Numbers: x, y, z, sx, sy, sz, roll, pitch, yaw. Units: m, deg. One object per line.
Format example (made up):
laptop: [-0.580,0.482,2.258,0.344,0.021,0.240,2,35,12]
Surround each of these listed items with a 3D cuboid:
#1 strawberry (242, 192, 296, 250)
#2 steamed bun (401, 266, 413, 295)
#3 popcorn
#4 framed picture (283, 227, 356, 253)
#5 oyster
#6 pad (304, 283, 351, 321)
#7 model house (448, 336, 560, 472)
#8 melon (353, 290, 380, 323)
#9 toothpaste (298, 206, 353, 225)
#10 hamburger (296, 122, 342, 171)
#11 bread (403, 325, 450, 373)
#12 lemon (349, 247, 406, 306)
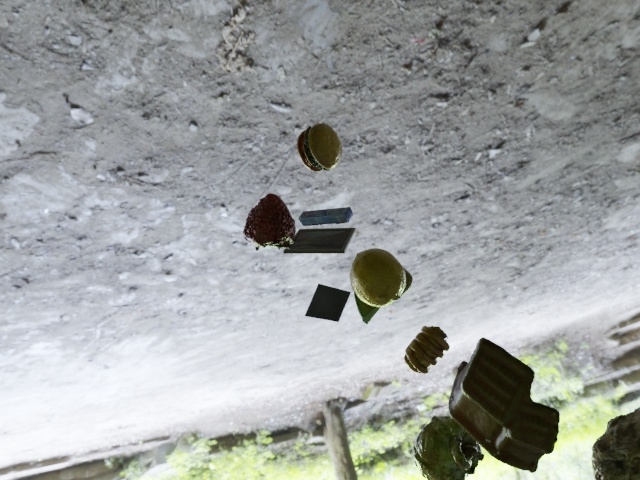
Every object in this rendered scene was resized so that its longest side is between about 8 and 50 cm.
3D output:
strawberry: [-0.170,-0.062,1.581,0.186,0.202,0.184,9,-175,-11]
steamed bun: [0.287,0.141,1.925,0.141,0.172,0.155,-45,124,-24]
popcorn: [0.341,0.562,1.198,0.197,0.198,0.212,-4,157,-23]
framed picture: [0.000,0.000,1.773,0.249,0.184,0.016,0,120,22]
oyster: [0.555,0.360,0.796,0.208,0.133,0.072,-27,132,10]
pad: [0.030,0.233,1.676,0.190,0.004,0.127,20,95,-45]
model house: [0.418,0.344,1.022,0.173,0.268,0.239,-27,141,-36]
melon: [0.161,0.153,1.586,0.113,0.262,0.053,-26,145,33]
toothpaste: [0.021,-0.111,2.117,0.272,0.066,0.053,-3,131,37]
hamburger: [-0.002,-0.306,1.516,0.115,0.162,0.161,-14,161,43]
bread: [0.371,0.381,1.579,0.177,0.119,0.084,-50,-170,-5]
lemon: [0.180,0.116,1.459,0.178,0.203,0.178,-33,155,-18]
